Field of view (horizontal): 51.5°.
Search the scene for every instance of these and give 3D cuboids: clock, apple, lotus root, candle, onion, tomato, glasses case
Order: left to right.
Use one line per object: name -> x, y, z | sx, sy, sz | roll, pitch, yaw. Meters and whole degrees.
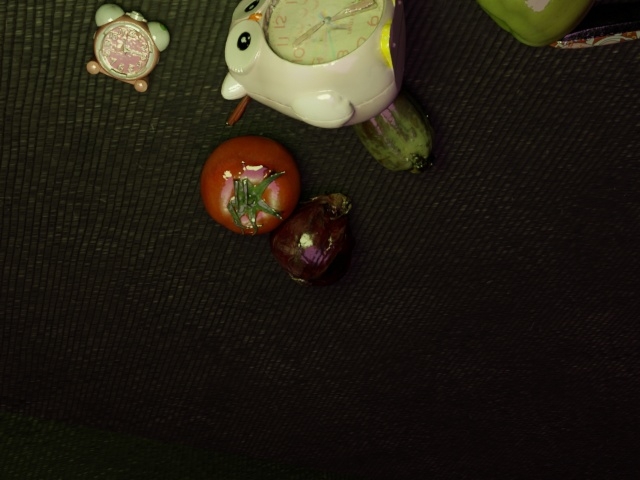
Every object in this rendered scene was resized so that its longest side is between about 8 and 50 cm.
clock -> -0.438, -0.444, 1.509 | 0.165, 0.093, 0.162 | 19, 117, -17
candle -> -0.182, -0.348, 1.635 | 0.026, 0.021, 0.167 | 37, 122, -5
tomato -> -0.175, -0.141, 1.675 | 0.255, 0.225, 0.256 | -1, 125, -1
onion -> -0.010, 0.018, 1.827 | 0.221, 0.281, 0.281 | 23, 142, 37
clock -> -0.007, -0.404, 1.415 | 0.376, 0.369, 0.250 | 2, 159, 18
lotus root -> 0.168, -0.295, 1.611 | 0.173, 0.173, 0.309 | -29, 124, 20
apple -> 0.449, -0.546, 1.371 | 0.278, 0.279, 0.279 | -1, 130, -1
glasses case -> 0.641, -0.487, 1.502 | 0.266, 0.103, 0.067 | -7, 132, 5
